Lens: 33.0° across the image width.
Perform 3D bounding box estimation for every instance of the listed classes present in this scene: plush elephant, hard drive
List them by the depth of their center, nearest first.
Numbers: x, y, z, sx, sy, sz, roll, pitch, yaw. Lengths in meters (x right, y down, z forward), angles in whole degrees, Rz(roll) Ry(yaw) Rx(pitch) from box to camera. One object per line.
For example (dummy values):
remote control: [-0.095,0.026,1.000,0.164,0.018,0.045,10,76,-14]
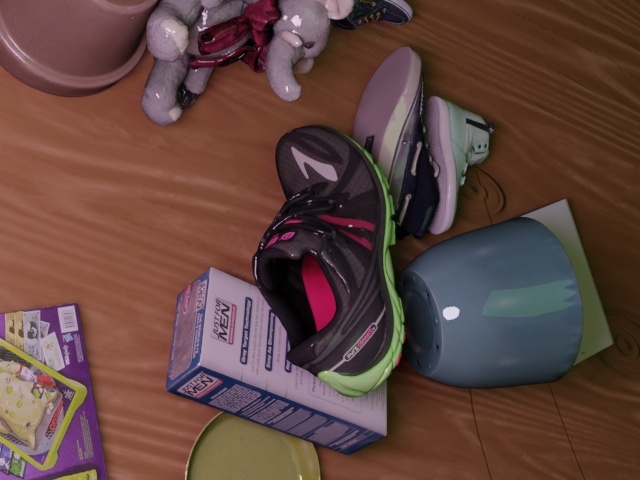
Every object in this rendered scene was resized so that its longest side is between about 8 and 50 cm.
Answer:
plush elephant: [-0.100,-0.313,1.617,0.255,0.272,0.330,20,61,-3]
hard drive: [0.456,0.090,2.119,0.203,0.040,0.308,-20,92,-36]

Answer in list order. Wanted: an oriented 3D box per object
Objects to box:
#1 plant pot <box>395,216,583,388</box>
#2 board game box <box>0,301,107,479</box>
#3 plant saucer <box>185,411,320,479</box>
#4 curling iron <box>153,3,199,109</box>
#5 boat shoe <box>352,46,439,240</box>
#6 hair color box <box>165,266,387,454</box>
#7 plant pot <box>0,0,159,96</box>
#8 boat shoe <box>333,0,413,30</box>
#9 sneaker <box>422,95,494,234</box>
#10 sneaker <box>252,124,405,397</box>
plant pot: [0.263,0.121,1.842,0.235,0.293,0.293,-10,86,-22]
board game box: [-0.408,0.270,1.485,0.208,0.056,0.347,-6,84,-39]
plant saucer: [-0.109,0.371,1.674,0.241,0.037,0.241,7,77,-33]
curling iron: [-0.252,-0.339,1.722,0.068,0.035,0.274,-19,92,-32]
boat shoe: [0.145,-0.161,1.920,0.158,0.127,0.341,27,74,-34]
hair color box: [-0.060,0.193,1.678,0.347,0.105,0.174,26,47,-28]
plant pot: [-0.337,-0.362,1.553,0.263,0.229,0.263,8,75,-32]
boat shoe: [0.080,-0.410,1.953,0.183,0.065,0.083,18,72,-23]
sneaker: [0.260,-0.130,1.997,0.151,0.094,0.256,10,76,-36]
sneaker: [0.000,0.000,1.660,0.202,0.185,0.483,20,43,-38]
